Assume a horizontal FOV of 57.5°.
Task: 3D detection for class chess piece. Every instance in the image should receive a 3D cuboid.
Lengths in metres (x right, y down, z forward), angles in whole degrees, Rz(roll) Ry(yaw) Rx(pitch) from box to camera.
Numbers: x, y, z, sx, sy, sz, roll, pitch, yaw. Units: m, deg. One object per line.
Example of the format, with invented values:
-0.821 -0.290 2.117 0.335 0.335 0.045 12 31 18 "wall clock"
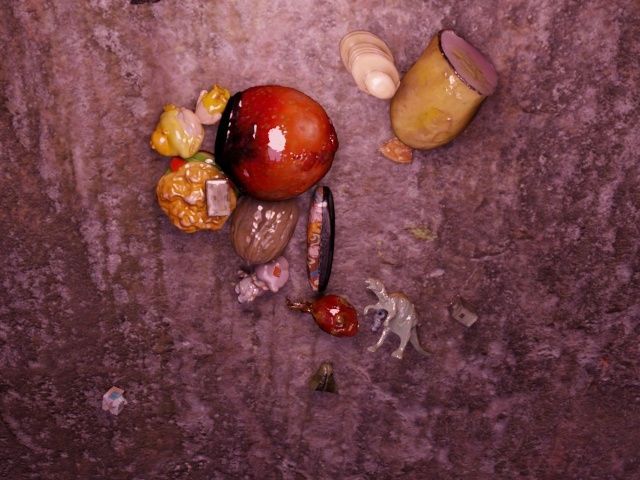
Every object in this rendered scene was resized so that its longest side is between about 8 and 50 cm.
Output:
0.118 -0.399 1.356 0.124 0.307 0.139 -20 117 10 "chess piece"

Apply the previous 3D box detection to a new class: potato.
0.288 -0.348 1.461 0.229 0.229 0.266 32 129 -16 "potato"

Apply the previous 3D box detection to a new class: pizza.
0.220 -0.248 1.600 0.100 0.029 0.099 -30 122 18 "pizza"

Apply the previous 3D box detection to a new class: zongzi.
0.036 0.467 1.969 0.119 0.055 0.109 20 115 -23 "zongzi"

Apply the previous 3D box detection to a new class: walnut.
-0.161 -0.037 1.621 0.178 0.178 0.231 21 91 -11 "walnut"

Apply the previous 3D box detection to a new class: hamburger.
-0.340 -0.123 1.596 0.237 0.149 0.237 0 119 1 "hamburger"

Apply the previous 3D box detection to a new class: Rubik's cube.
-0.699 0.553 1.999 0.073 0.075 0.084 18 133 9 "Rubik's cube"

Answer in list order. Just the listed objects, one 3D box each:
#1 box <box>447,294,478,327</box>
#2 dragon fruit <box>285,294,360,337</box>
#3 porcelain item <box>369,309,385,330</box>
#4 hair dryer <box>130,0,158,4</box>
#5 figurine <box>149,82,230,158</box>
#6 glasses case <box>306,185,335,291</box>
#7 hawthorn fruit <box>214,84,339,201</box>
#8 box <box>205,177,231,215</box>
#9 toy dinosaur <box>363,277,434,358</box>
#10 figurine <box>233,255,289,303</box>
0.451 0.224 1.829 0.084 0.063 0.060 33 113 -18 "box"
0.006 0.224 1.807 0.246 0.125 0.125 14 88 14 "dragon fruit"
0.183 0.249 1.860 0.036 0.028 0.083 34 116 23 "porcelain item"
-0.363 -0.639 1.363 0.271 0.091 0.236 -28 105 18 "hair dryer"
-0.337 -0.304 1.515 0.246 0.131 0.156 -32 79 17 "figurine"
0.000 0.000 1.675 0.082 0.122 0.321 1 118 -2 "glasses case"
-0.117 -0.246 1.455 0.315 0.316 0.316 0 118 0 "hawthorn fruit"
-0.266 -0.112 1.511 0.062 0.045 0.098 -6 102 -15 "box"
0.253 0.283 1.826 0.392 0.092 0.206 33 76 -25 "toy dinosaur"
-0.169 0.107 1.740 0.229 0.137 0.112 -40 143 23 "figurine"
